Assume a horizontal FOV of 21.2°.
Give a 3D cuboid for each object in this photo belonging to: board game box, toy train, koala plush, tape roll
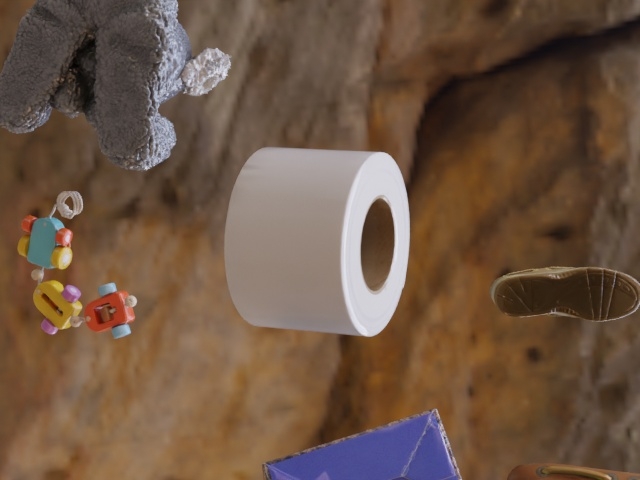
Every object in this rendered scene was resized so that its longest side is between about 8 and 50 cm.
[{"bbox_3d":[0.056,0.352,2.232,0.291,0.232,0.141,91,-19,-70],"label":"board game box"},{"bbox_3d":[-0.255,0.035,1.829,0.046,0.125,0.166,-8,74,-61],"label":"toy train"},{"bbox_3d":[-0.198,-0.193,1.789,0.221,0.196,0.203,-14,122,-72],"label":"koala plush"},{"bbox_3d":[0.000,0.000,2.269,0.246,0.169,0.246,3,90,-66],"label":"tape roll"}]

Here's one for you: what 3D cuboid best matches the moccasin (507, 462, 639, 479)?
[{"bbox_3d":[0.347,0.250,1.470,0.139,0.380,0.147,88,4,-52],"label":"moccasin"}]

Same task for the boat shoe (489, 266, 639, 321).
[{"bbox_3d":[0.213,0.043,1.502,0.045,0.135,0.050,-139,-127,-74],"label":"boat shoe"}]
